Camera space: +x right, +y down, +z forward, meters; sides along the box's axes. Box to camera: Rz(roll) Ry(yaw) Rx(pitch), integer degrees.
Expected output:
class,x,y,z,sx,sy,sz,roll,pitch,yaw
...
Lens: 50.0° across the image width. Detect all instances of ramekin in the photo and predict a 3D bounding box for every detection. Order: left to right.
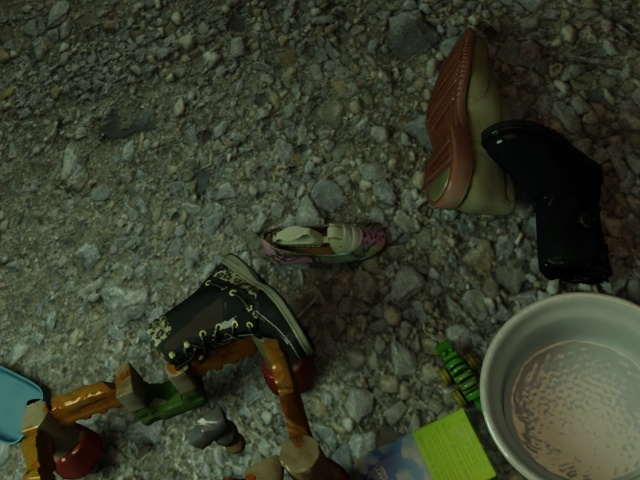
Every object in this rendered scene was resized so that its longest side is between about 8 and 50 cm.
class,x,y,z,sx,sy,sz,roll,pitch,yaw
ramekin,0.364,0.223,0.943,0.277,0.135,0.277,-7,62,14

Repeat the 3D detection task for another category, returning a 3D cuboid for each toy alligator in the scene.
class,x,y,z,sx,sy,sz,roll,pitch,yaw
toy alligator,0.206,0.189,1.054,0.056,0.051,0.189,-30,60,0

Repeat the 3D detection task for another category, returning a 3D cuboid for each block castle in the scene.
class,x,y,z,sx,sy,sz,roll,pitch,yaw
block castle,-0.200,0.332,1.021,0.453,0.213,0.303,-21,48,-2

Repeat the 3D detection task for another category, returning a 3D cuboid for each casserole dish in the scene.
class,x,y,z,sx,sy,sz,roll,pitch,yaw
casserole dish,-0.570,0.297,1.242,0.188,0.037,0.114,17,70,23

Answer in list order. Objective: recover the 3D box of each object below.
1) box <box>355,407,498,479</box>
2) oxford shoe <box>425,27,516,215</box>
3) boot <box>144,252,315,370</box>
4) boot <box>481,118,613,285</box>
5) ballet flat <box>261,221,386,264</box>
class,x,y,z,sx,sy,sz,roll,pitch,yaw
box,0.154,0.333,1.003,0.178,0.042,0.109,-26,59,3
oxford shoe,0.275,-0.206,1.210,0.147,0.140,0.397,16,61,-10
boot,-0.131,0.133,0.970,0.179,0.085,0.236,-38,45,-13
boot,0.349,-0.053,1.047,0.094,0.246,0.207,-31,45,50
ballet flat,0.000,0.000,1.194,0.222,0.079,0.076,-4,63,14
